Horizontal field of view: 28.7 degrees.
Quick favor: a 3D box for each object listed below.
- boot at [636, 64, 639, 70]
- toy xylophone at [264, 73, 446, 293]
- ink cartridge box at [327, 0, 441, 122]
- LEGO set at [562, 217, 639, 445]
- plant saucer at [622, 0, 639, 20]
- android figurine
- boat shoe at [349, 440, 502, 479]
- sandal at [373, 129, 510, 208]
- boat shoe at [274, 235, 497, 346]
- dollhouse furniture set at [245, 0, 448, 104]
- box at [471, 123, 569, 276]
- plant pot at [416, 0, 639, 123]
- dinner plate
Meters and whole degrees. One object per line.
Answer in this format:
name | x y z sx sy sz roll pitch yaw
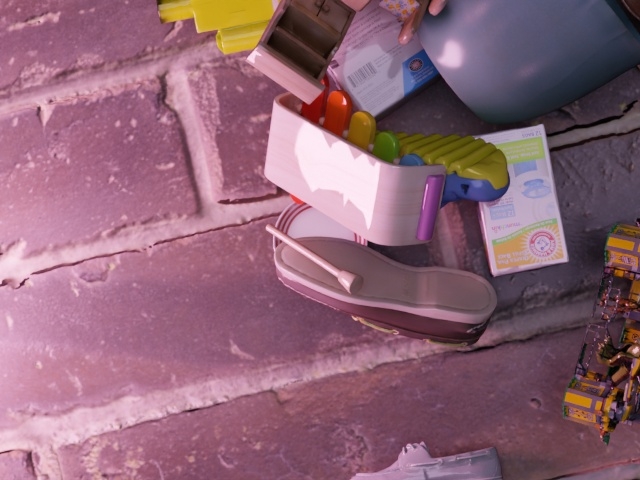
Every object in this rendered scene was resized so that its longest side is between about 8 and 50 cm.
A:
boot | 0.518 -0.231 1.800 0.158 0.084 0.059 42 90 3
toy xylophone | 0.024 -0.078 1.733 0.323 0.081 0.236 41 129 34
ink cartridge box | 0.071 -0.283 1.832 0.139 0.082 0.190 -34 85 -1
LEGO set | 0.482 0.141 1.706 0.192 0.255 0.331 13 77 31
plant saucer | 0.497 -0.379 1.692 0.198 0.036 0.198 3 96 25
android figurine | -0.114 -0.402 1.828 0.273 0.056 0.248 -10 111 -4
boat shoe | 0.151 0.334 1.823 0.227 0.079 0.081 -3 79 -1
sandal | 0.138 -0.079 1.763 0.126 0.317 0.138 -16 107 -38
boat shoe | 0.087 0.079 1.808 0.324 0.097 0.116 12 46 0
dollhouse furniture set | 0.025 -0.318 1.638 0.212 0.242 0.161 33 53 -14
box | 0.282 -0.055 1.803 0.114 0.103 0.203 -10 88 4
plant pot | 0.274 -0.301 1.728 0.235 0.293 0.293 -36 86 19
dinner plate | 0.000 0.000 1.866 0.141 0.017 0.141 0 90 4
